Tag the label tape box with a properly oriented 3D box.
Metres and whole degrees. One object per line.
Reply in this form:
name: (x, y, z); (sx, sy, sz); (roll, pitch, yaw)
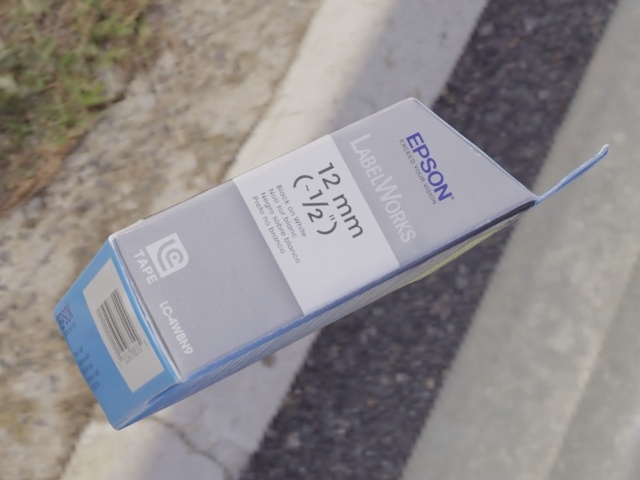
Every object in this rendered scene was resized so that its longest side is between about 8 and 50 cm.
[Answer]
label tape box: (0.000, 0.000, 1.187); (0.348, 0.249, 0.115); (-28, 86, -21)
